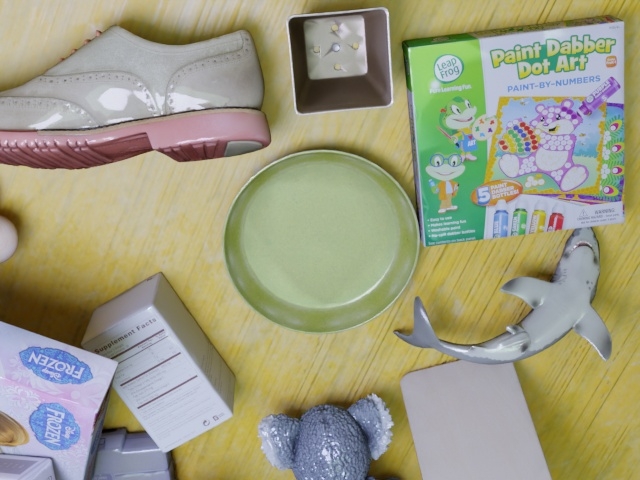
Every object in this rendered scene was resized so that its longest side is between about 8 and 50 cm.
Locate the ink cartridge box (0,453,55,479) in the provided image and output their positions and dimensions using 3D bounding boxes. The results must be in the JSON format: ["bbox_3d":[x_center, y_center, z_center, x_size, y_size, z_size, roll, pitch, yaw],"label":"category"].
[{"bbox_3d":[-0.429,0.373,1.144,0.296,0.066,0.261,0,104,22],"label":"ink cartridge box"}]

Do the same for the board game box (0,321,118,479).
[{"bbox_3d":[-0.403,0.182,1.113,0.318,0.066,0.318,19,142,-4],"label":"board game box"}]

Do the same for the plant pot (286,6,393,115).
[{"bbox_3d":[0.021,-0.208,1.103,0.109,0.096,0.109,-5,111,0],"label":"plant pot"}]

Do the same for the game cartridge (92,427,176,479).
[{"bbox_3d":[-0.366,0.369,1.326,0.355,0.068,0.230,-5,107,-1],"label":"game cartridge"}]

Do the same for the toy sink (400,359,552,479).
[{"bbox_3d":[0.202,0.286,1.267,0.153,0.234,0.131,-14,140,2],"label":"toy sink"}]

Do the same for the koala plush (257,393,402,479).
[{"bbox_3d":[0.022,0.310,1.263,0.196,0.203,0.221,-7,99,-1],"label":"koala plush"}]

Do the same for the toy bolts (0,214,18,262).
[{"bbox_3d":[-0.469,0.041,1.120,0.158,0.218,0.228,33,113,0],"label":"toy bolts"}]

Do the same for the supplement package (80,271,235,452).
[{"bbox_3d":[-0.197,0.150,1.224,0.105,0.105,0.179,-29,109,8],"label":"supplement package"}]

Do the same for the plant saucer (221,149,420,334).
[{"bbox_3d":[0.000,0.000,1.213,0.241,0.037,0.241,-1,111,-3],"label":"plant saucer"}]

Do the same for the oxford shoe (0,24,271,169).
[{"bbox_3d":[-0.256,-0.161,1.112,0.397,0.140,0.146,-3,86,-1],"label":"oxford shoe"}]

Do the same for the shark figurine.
[{"bbox_3d":[0.245,0.112,1.239,0.278,0.116,0.166,-25,76,-2],"label":"shark figurine"}]

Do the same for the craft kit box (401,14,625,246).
[{"bbox_3d":[0.232,-0.127,1.168,0.250,0.061,0.246,-8,108,0],"label":"craft kit box"}]
